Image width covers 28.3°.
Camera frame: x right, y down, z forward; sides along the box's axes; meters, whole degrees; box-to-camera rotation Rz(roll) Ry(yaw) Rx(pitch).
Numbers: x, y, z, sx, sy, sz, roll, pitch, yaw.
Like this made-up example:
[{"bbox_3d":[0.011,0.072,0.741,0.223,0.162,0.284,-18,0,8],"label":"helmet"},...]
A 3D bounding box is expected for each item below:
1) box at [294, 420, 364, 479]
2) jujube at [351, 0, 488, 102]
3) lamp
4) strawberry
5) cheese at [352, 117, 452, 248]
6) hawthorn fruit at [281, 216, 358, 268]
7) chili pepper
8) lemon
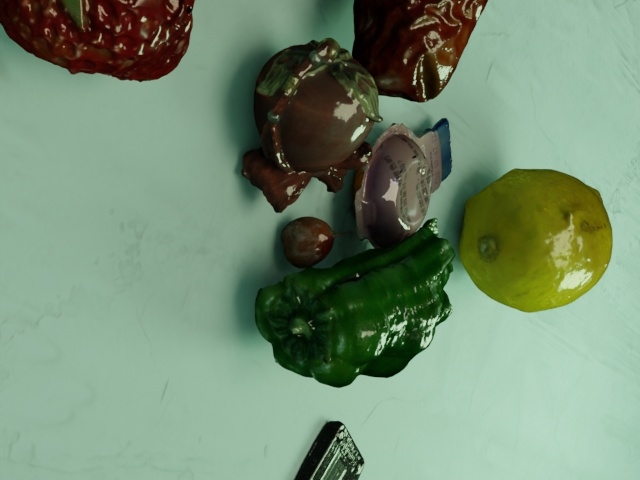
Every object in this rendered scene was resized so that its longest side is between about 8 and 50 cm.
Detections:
[{"bbox_3d":[0.015,0.337,1.810,0.126,0.027,0.125,-59,142,-27],"label":"box"},{"bbox_3d":[0.128,-0.342,1.607,0.216,0.216,0.342,29,73,-55],"label":"jujube"},{"bbox_3d":[-0.009,-0.154,1.540,0.215,0.151,0.223,-20,159,-46],"label":"lamp"},{"bbox_3d":[-0.194,-0.234,1.193,0.244,0.205,0.205,50,58,-66],"label":"strawberry"},{"bbox_3d":[0.122,-0.086,1.802,0.286,0.074,0.189,-41,132,-48],"label":"cheese"},{"bbox_3d":[0.000,0.000,1.618,0.067,0.103,0.067,-7,90,-66],"label":"hawthorn fruit"},{"bbox_3d":[0.079,0.092,1.658,0.385,0.213,0.167,-16,79,-56],"label":"chili pepper"},{"bbox_3d":[0.346,-0.002,2.027,0.288,0.233,0.234,-13,111,-42],"label":"lemon"}]
